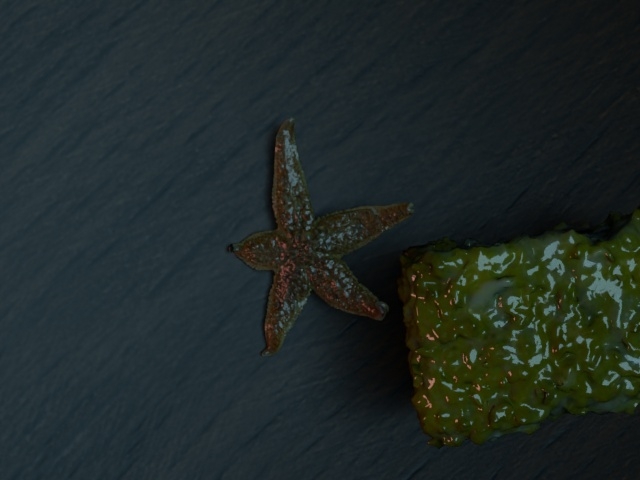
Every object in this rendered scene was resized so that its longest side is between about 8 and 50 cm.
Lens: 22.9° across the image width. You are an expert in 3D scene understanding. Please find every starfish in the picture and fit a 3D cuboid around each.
[{"bbox_3d":[0.003,0.000,1.917,0.231,0.048,0.295,3,91,20],"label":"starfish"}]

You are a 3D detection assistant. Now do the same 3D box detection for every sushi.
[{"bbox_3d":[0.277,0.088,1.825,0.351,0.396,0.240,-11,89,9],"label":"sushi"}]
